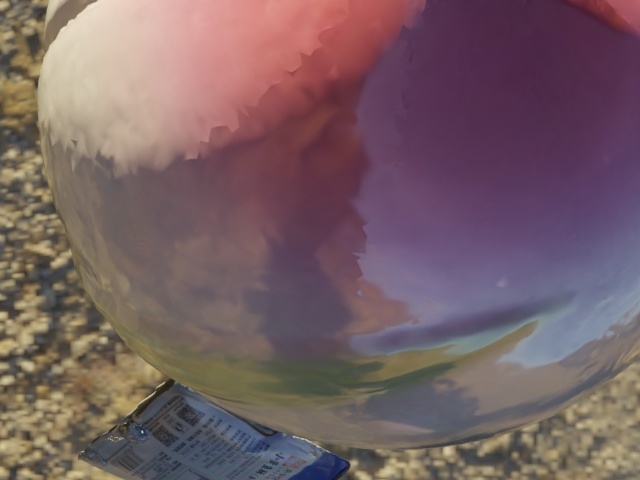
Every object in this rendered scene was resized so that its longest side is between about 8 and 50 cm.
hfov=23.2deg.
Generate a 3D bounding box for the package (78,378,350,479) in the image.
[{"bbox_3d":[-0.090,0.182,1.277,0.173,0.171,0.027,29,45,-23],"label":"package"}]

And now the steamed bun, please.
[{"bbox_3d":[0.031,-0.068,0.613,0.309,0.309,0.309,5,82,-44],"label":"steamed bun"}]
